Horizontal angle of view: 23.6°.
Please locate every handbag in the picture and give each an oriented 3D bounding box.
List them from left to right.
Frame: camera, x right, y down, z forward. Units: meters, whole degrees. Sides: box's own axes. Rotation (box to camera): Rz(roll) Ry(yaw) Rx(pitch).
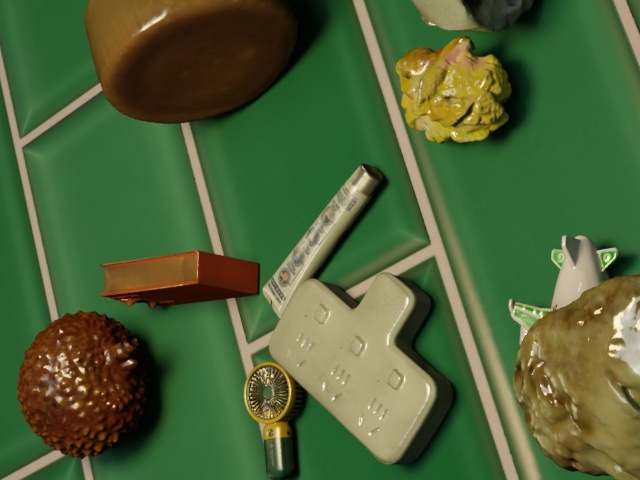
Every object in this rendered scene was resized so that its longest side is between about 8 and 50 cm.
[{"bbox_3d":[-0.196,0.053,2.094,0.190,0.127,0.063,-9,76,38],"label":"handbag"}]

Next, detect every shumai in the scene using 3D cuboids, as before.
[{"bbox_3d":[0.357,0.200,1.510,0.292,0.330,0.288,-2,60,-5],"label":"shumai"}]

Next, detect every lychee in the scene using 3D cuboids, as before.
[{"bbox_3d":[-0.327,0.198,2.132,0.238,0.200,0.200,-38,60,41],"label":"lychee"}]

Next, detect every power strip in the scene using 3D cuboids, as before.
[{"bbox_3d":[0.062,0.134,1.920,0.265,0.059,0.193,40,106,37],"label":"power strip"}]

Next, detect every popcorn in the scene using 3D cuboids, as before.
[{"bbox_3d":[0.163,-0.180,1.869,0.126,0.126,0.145,-42,38,-5],"label":"popcorn"}]

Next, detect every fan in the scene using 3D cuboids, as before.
[{"bbox_3d":[-0.057,0.237,2.006,0.082,0.039,0.155,-12,76,36],"label":"fan"}]

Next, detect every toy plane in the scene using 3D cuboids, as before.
[{"bbox_3d":[0.293,0.081,1.736,0.174,0.080,0.174,-6,80,37],"label":"toy plane"}]

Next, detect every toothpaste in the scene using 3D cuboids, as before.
[{"bbox_3d":[0.000,0.000,2.007,0.239,0.039,0.062,-53,51,20],"label":"toothpaste"}]

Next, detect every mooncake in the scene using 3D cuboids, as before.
[{"bbox_3d":[-0.175,-0.289,2.044,0.284,0.284,0.155,-38,62,27],"label":"mooncake"}]

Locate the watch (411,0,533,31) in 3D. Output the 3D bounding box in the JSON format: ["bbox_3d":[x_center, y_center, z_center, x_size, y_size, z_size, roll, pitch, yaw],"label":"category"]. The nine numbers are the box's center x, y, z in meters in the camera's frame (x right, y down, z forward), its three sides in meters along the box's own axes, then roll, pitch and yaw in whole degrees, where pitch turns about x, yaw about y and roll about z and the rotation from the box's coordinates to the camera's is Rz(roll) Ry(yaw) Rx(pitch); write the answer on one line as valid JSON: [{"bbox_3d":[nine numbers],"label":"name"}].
[{"bbox_3d":[0.198,-0.373,1.815,0.162,0.253,0.241,17,133,41],"label":"watch"}]
